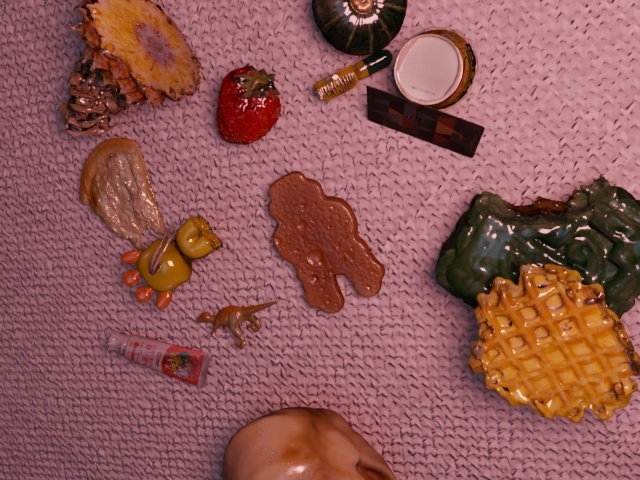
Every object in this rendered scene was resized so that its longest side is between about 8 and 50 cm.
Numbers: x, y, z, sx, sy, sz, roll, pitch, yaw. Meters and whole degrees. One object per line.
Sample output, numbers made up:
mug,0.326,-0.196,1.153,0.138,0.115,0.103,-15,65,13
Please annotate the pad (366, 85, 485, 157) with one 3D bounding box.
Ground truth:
pad,0.179,-0.207,1.070,0.211,0.143,0.003,22,79,10

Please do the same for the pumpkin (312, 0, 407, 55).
pumpkin,0.070,-0.409,1.054,0.167,0.125,0.167,0,92,4

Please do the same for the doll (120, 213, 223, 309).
doll,-0.312,0.044,1.261,0.220,0.135,0.143,-35,94,8

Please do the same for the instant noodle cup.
instant noodle cup,0.192,-0.297,1.048,0.151,0.122,0.152,4,103,18

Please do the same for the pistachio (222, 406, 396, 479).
pistachio,-0.022,0.527,1.230,0.365,0.281,0.446,-7,118,21

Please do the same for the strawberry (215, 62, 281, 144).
strawberry,-0.138,-0.252,1.161,0.131,0.131,0.148,26,138,9

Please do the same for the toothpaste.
toothpaste,-0.364,0.262,1.375,0.234,0.057,0.089,17,105,3

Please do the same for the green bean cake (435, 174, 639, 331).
green bean cake,0.391,0.018,1.039,0.307,0.169,0.300,33,111,7

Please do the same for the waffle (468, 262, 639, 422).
waffle,0.375,0.170,0.968,0.280,0.060,0.262,17,115,11

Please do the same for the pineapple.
pineapple,-0.414,-0.312,1.183,0.271,0.262,0.263,-32,92,32

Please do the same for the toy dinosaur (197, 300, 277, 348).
toy dinosaur,-0.182,0.154,1.302,0.126,0.039,0.162,37,108,7

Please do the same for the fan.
fan,0.063,-0.304,1.111,0.155,0.082,0.039,-26,100,8

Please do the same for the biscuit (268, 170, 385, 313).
biscuit,0.001,-0.001,1.212,0.185,0.044,0.295,-25,96,16

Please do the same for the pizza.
pizza,-0.433,-0.087,1.319,0.181,0.034,0.262,-20,97,18
